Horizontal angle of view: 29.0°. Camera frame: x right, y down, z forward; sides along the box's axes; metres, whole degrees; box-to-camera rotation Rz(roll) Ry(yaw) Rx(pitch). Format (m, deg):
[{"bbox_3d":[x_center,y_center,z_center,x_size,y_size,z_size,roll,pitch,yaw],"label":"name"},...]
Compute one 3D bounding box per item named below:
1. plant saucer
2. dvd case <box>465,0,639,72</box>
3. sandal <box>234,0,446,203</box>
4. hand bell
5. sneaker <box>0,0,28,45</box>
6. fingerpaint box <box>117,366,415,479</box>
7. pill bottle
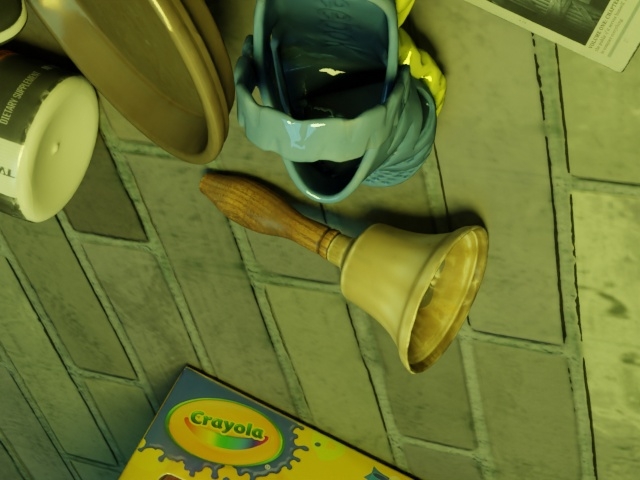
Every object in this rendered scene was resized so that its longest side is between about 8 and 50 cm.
[{"bbox_3d":[-0.150,-0.172,0.845,0.278,0.041,0.278,44,162,18],"label":"plant saucer"},{"bbox_3d":[0.108,-0.215,0.725,0.239,0.029,0.179,25,142,4],"label":"dvd case"},{"bbox_3d":[0.008,-0.086,0.787,0.126,0.138,0.317,7,167,13],"label":"sandal"},{"bbox_3d":[0.000,0.000,1.004,0.242,0.126,0.126,25,144,23],"label":"hand bell"},{"bbox_3d":[-0.295,-0.235,0.867,0.234,0.084,0.097,51,159,-10],"label":"sneaker"},{"bbox_3d":[-0.032,0.394,1.242,0.445,0.371,0.163,27,145,4],"label":"fingerpaint box"},{"bbox_3d":[-0.322,-0.112,1.034,0.246,0.130,0.130,19,142,12],"label":"pill bottle"}]
